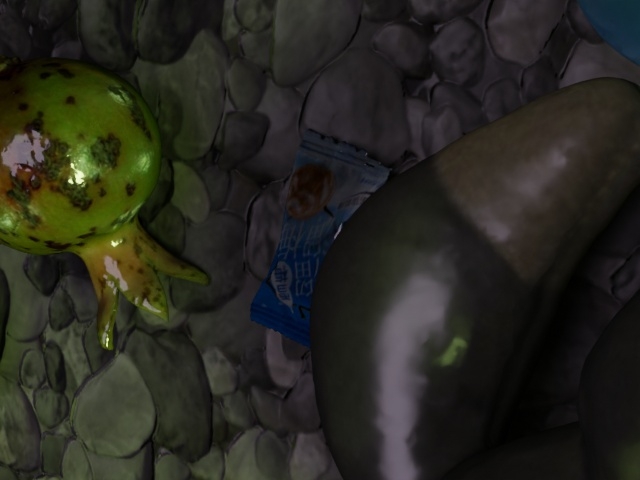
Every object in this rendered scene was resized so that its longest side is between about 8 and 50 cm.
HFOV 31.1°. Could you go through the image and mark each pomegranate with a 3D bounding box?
[{"bbox_3d":[-0.178,-0.028,0.811,0.156,0.156,0.220,-20,83,35],"label":"pomegranate"}]

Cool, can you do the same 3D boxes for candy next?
[{"bbox_3d":[0.000,0.000,0.746,0.088,0.038,0.136,21,96,49],"label":"candy"}]

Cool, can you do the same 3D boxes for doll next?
[{"bbox_3d":[0.150,0.058,0.509,0.382,0.252,0.379,-47,64,20],"label":"doll"}]

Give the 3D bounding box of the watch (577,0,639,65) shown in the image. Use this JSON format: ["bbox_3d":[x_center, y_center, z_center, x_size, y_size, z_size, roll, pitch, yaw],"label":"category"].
[{"bbox_3d":[0.127,-0.182,0.538,0.211,0.193,0.211,15,112,41],"label":"watch"}]
